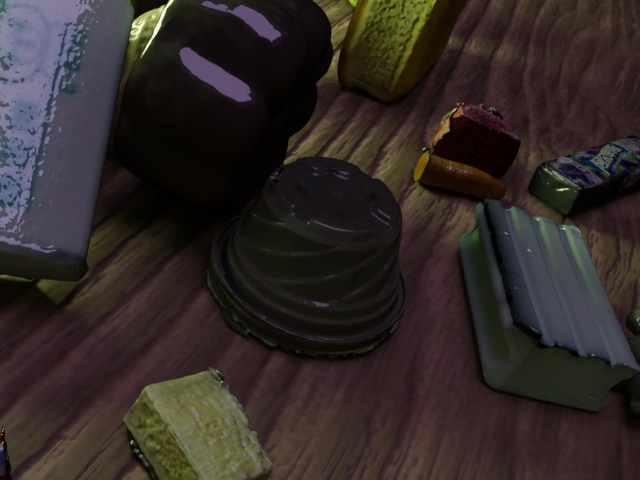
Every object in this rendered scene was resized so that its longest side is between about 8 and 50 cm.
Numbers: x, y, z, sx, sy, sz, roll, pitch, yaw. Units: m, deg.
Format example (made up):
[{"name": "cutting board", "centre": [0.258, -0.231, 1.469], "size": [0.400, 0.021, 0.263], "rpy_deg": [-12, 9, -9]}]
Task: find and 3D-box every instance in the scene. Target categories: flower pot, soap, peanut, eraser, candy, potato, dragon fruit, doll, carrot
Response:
[{"name": "flower pot", "centre": [0.000, 0.000, 0.841], "size": [0.236, 0.140, 0.235], "rpy_deg": [11, 36, -9]}, {"name": "soap", "centre": [0.253, 0.068, 0.919], "size": [0.150, 0.094, 0.261], "rpy_deg": [18, 35, -12]}, {"name": "peanut", "centre": [-0.213, -0.202, 0.944], "size": [0.093, 0.194, 0.083], "rpy_deg": [35, -5, -31]}, {"name": "eraser", "centre": [-0.298, -0.116, 0.759], "size": [0.189, 0.104, 0.290], "rpy_deg": [9, 72, -10]}, {"name": "candy", "centre": [0.461, -0.112, 1.264], "size": [0.312, 0.061, 0.088], "rpy_deg": [-18, 48, -40]}, {"name": "potato", "centre": [-0.098, 0.170, 0.645], "size": [0.086, 0.061, 0.122], "rpy_deg": [-13, 48, -40]}, {"name": "dragon fruit", "centre": [0.227, -0.165, 1.194], "size": [0.147, 0.102, 0.096], "rpy_deg": [15, 43, -24]}, {"name": "doll", "centre": [0.381, 0.142, 0.894], "size": [0.115, 0.077, 0.150], "rpy_deg": [-27, 33, 12]}, {"name": "carrot", "centre": [0.207, -0.090, 1.130], "size": [0.139, 0.048, 0.048], "rpy_deg": [14, 37, -11]}]

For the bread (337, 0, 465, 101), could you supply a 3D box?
[{"name": "bread", "centre": [0.172, -0.432, 1.318], "size": [0.143, 0.333, 0.323], "rpy_deg": [28, 33, 6]}]

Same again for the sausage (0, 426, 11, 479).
[{"name": "sausage", "centre": [-0.299, 0.174, 0.560], "size": [0.145, 0.050, 0.048], "rpy_deg": [-8, 63, -27]}]

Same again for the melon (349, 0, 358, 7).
[{"name": "melon", "centre": [0.163, -0.570, 1.504], "size": [0.196, 0.323, 0.124], "rpy_deg": [15, 52, -5]}]

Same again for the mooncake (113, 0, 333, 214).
[{"name": "mooncake", "centre": [-0.100, -0.166, 0.892], "size": [0.154, 0.306, 0.306], "rpy_deg": [31, 37, 4]}]

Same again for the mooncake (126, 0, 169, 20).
[{"name": "mooncake", "centre": [-0.190, -0.366, 1.154], "size": [0.228, 0.228, 0.124], "rpy_deg": [-3, 35, -28]}]
